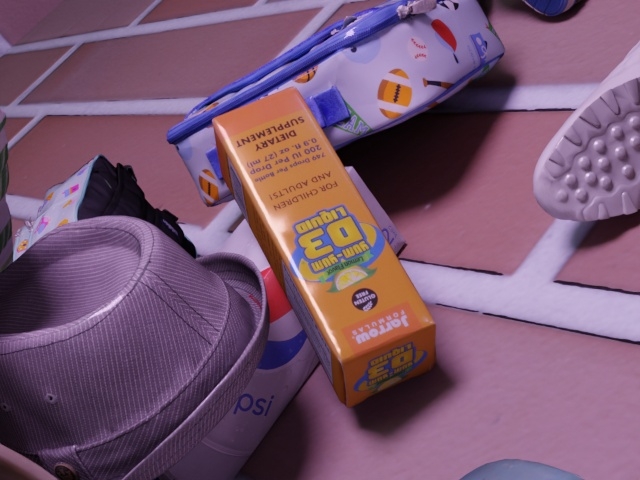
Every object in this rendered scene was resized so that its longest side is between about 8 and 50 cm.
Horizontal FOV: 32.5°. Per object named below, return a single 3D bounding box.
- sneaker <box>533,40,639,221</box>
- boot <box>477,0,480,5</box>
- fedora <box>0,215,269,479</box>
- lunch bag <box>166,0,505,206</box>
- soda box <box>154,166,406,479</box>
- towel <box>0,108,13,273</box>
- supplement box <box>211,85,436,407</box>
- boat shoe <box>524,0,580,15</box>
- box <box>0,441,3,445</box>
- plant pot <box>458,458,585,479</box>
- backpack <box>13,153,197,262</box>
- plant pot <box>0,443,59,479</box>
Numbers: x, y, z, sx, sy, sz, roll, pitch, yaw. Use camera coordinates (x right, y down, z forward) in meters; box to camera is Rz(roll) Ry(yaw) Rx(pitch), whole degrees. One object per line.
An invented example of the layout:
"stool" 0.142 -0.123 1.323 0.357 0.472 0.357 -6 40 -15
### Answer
"sneaker" 0.240 -0.097 0.815 0.235 0.090 0.095 -40 14 -13
"boot" 0.159 -0.267 1.166 0.189 0.076 0.208 -37 18 30
"fedora" -0.171 0.071 0.784 0.275 0.124 0.244 -10 39 43
"lunch bag" 0.012 -0.140 1.025 0.303 0.115 0.243 -23 7 42
"soda box" -0.056 0.069 0.885 0.098 0.091 0.286 3 48 51
"towel" -0.287 0.063 0.774 0.325 0.038 0.248 122 172 -65
"supplement box" 0.000 0.000 0.807 0.078 0.080 0.233 -23 62 -12
"boat shoe" 0.196 -0.296 1.105 0.066 0.183 0.066 -29 -21 -33
"box" -0.329 0.177 0.972 0.233 0.159 0.044 -50 29 -22
"plant pot" 0.012 0.260 0.292 0.334 0.341 0.341 -36 26 -17
"backpack" -0.209 0.029 1.049 0.144 0.166 0.188 -35 24 8
"plant pot" -0.281 0.303 0.608 0.280 0.323 0.323 -41 23 29
